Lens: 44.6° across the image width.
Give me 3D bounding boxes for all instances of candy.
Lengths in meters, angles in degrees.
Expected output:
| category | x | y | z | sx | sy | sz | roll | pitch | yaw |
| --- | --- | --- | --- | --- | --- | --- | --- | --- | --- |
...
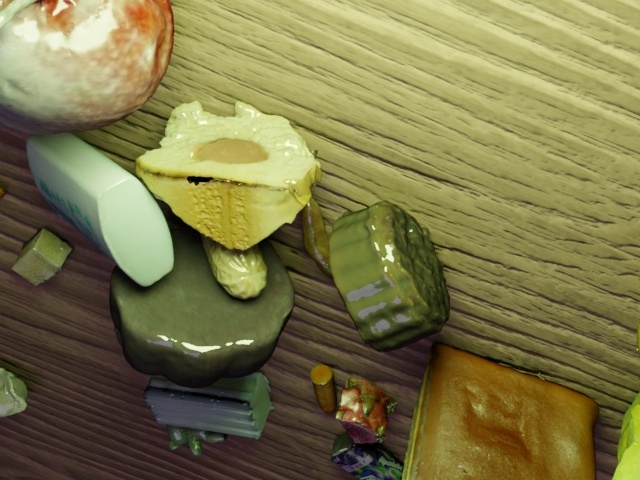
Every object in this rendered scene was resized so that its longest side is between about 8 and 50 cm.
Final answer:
| category | x | y | z | sx | sy | sz | roll | pitch | yaw |
| --- | --- | --- | --- | --- | --- | --- | --- | --- | --- |
| candy | 0.159 | 0.527 | 1.714 | 0.312 | 0.061 | 0.088 | 40 | 129 | -17 |

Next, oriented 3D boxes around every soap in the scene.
| category | x | y | z | sx | sy | sz | roll | pitch | yaw |
| --- | --- | --- | --- | --- | --- | --- | --- | --- | --- |
| soap | -0.238 | 0.339 | 1.679 | 0.261 | 0.094 | 0.150 | 5 | 137 | 15 |

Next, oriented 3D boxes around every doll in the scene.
| category | x | y | z | sx | sy | sz | roll | pitch | yaw |
| --- | --- | --- | --- | --- | --- | --- | --- | --- | --- |
| doll | -0.280 | 0.432 | 1.788 | 0.150 | 0.077 | 0.115 | -2 | 85 | 16 |

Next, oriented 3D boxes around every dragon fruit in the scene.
| category | x | y | z | sx | sy | sz | roll | pitch | yaw |
| --- | --- | --- | --- | --- | --- | --- | --- | --- | --- |
| dragon fruit | 0.099 | 0.347 | 1.550 | 0.096 | 0.102 | 0.147 | 2 | 141 | 28 |

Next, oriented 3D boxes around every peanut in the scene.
| category | x | y | z | sx | sy | sz | roll | pitch | yaw |
| --- | --- | --- | --- | --- | --- | --- | --- | --- | --- |
| peanut | -0.146 | 0.010 | 1.262 | 0.083 | 0.194 | 0.093 | -31 | 151 | 7 |

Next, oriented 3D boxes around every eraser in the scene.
| category | x | y | z | sx | sy | sz | roll | pitch | yaw |
| --- | --- | --- | --- | --- | --- | --- | --- | --- | --- |
| eraser | -0.354 | -0.063 | 1.244 | 0.290 | 0.104 | 0.189 | 31 | 144 | 44 |

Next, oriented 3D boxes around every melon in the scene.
| category | x | y | z | sx | sy | sz | roll | pitch | yaw |
| --- | --- | --- | --- | --- | --- | --- | --- | --- | --- |
| melon | 0.530 | 0.378 | 1.269 | 0.124 | 0.323 | 0.196 | 19 | 135 | 25 |

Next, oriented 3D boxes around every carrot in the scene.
| category | x | y | z | sx | sy | sz | roll | pitch | yaw |
| --- | --- | --- | --- | --- | --- | --- | --- | --- | --- |
| carrot | 0.012 | 0.314 | 1.587 | 0.048 | 0.048 | 0.139 | 4 | 134 | 17 |

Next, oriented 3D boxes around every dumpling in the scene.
| category | x | y | z | sx | sy | sz | roll | pitch | yaw |
| --- | --- | --- | --- | --- | --- | --- | --- | --- | --- |
| dumpling | -0.780 | 0.363 | 1.901 | 0.188 | 0.108 | 0.127 | 2 | 107 | 37 |

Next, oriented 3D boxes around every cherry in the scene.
| category | x | y | z | sx | sy | sz | roll | pitch | yaw |
| --- | --- | --- | --- | --- | --- | --- | --- | --- | --- |
| cherry | -0.371 | -0.286 | 1.021 | 0.335 | 0.291 | 0.326 | -1 | 149 | 40 |

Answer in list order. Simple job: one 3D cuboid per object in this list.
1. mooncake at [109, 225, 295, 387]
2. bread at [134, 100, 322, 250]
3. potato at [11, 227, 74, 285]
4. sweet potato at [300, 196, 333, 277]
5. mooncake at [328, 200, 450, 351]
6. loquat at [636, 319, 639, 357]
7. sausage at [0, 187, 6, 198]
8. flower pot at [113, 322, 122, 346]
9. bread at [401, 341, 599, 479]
| category | x | y | z | sx | sy | sz | roll | pitch | yaw |
| --- | --- | --- | --- | --- | --- | --- | --- | --- | --- |
| mooncake | -0.200 | 0.109 | 1.323 | 0.306 | 0.306 | 0.154 | 21 | 140 | 2 |
| bread | -0.111 | -0.115 | 1.148 | 0.211 | 0.183 | 0.224 | -26 | 120 | 36 |
| potato | -0.550 | 0.036 | 1.539 | 0.086 | 0.061 | 0.122 | 42 | 132 | -21 |
| sweet potato | -0.002 | 0.000 | 1.306 | 0.054 | 0.053 | 0.182 | 28 | 150 | 56 |
| mooncake | 0.110 | 0.050 | 1.193 | 0.124 | 0.228 | 0.228 | -20 | 121 | 25 |
| loquat | 0.563 | 0.162 | 1.136 | 0.213 | 0.213 | 0.213 | 11 | 133 | 12 |
| sausage | -0.642 | -0.132 | 1.434 | 0.048 | 0.050 | 0.145 | -6 | 126 | 49 |
| flower pot | -0.301 | 0.149 | 1.492 | 0.236 | 0.140 | 0.235 | 10 | 131 | 11 |
| bread | 0.307 | 0.371 | 1.335 | 0.324 | 0.333 | 0.143 | 18 | 137 | 0 |
